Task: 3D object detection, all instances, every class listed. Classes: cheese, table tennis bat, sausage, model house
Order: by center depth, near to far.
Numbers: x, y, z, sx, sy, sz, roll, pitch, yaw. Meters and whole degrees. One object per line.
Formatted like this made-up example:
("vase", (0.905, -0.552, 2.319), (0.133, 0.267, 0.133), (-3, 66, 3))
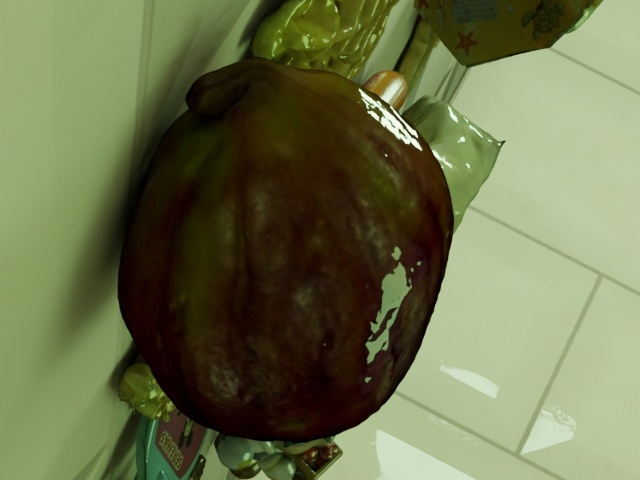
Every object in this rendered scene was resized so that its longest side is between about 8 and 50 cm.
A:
("model house", (0.135, -0.259, 1.379), (0.136, 0.207, 0.219), (-1, 90, -61))
("table tennis bat", (-0.148, 0.203, 1.559), (0.153, 0.040, 0.244), (71, 35, -58))
("sausage", (0.029, -0.105, 1.874), (0.348, 0.053, 0.053), (-56, 172, -51))
("cheese", (0.081, -0.040, 1.886), (0.326, 0.115, 0.318), (-56, -174, -33))

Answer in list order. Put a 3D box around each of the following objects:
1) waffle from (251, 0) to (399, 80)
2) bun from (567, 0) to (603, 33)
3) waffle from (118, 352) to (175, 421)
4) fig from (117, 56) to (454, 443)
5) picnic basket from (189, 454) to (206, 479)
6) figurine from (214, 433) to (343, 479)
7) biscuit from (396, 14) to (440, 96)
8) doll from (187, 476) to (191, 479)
("waffle", (0.016, -0.180, 1.265), (0.329, 0.062, 0.329), (-63, 176, -7))
("bun", (0.279, -0.356, 2.155), (0.293, 0.187, 0.293), (-57, 160, -35))
("waffle", (-0.131, 0.113, 1.406), (0.160, 0.046, 0.192), (-61, 176, -41))
("fig", (-0.021, 0.009, 1.056), (0.224, 0.224, 0.263), (-59, 177, -35))
("picnic basket", (-0.192, 0.311, 1.809), (0.193, 0.055, 0.110), (-60, 176, -35))
("figurine", (-0.043, 0.234, 2.288), (0.261, 0.186, 0.382), (-47, 174, -30))
("biscuit", (0.156, -0.303, 2.276), (0.234, 0.030, 0.153), (-63, 171, 7))
("doll", (-0.189, 0.346, 1.645), (0.257, 0.117, 0.182), (-58, 155, -8))
